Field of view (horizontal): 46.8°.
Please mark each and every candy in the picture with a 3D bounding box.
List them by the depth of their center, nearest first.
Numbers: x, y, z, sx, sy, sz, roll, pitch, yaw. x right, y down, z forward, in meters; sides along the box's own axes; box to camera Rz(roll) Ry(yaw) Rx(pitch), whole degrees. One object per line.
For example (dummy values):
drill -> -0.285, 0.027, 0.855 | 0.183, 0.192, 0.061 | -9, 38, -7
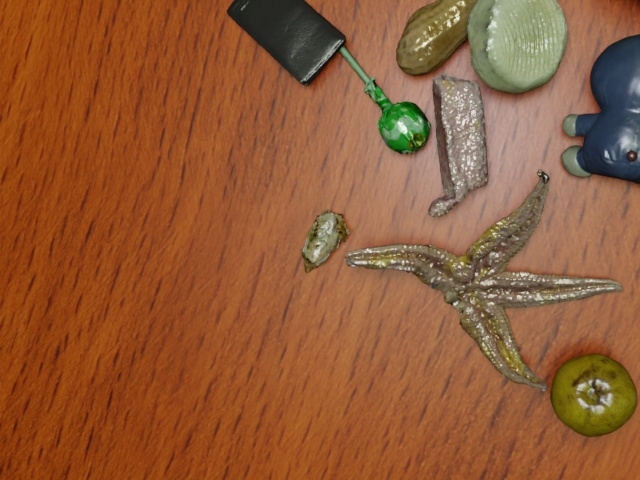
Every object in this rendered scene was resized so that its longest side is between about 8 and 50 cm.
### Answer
candy -> 0.093, -0.301, 1.424 | 0.097, 0.097, 0.324 | -39, 77, 13

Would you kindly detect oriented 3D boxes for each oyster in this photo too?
oyster -> 0.001, 0.000, 1.482 | 0.132, 0.029, 0.086 | -37, 79, 16

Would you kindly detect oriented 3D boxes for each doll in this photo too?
doll -> 0.550, -0.229, 1.290 | 0.228, 0.154, 0.259 | 14, 90, 15

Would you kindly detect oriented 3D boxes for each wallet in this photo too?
wallet -> -0.071, -0.424, 1.451 | 0.124, 0.025, 0.244 | -47, 73, 9

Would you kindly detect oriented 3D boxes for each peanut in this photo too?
peanut -> 0.226, -0.403, 1.367 | 0.226, 0.095, 0.108 | -44, 67, 10

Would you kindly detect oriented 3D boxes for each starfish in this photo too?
starfish -> 0.314, 0.081, 1.359 | 0.383, 0.132, 0.398 | -34, 91, 17

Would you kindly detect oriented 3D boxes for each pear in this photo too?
pear -> 0.489, 0.276, 1.326 | 0.148, 0.162, 0.149 | -2, 82, 15

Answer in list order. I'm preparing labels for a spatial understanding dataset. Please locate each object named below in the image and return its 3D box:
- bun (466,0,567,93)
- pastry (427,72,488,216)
bun -> 0.339, -0.361, 1.316 | 0.195, 0.118, 0.196 | -5, 104, -20
pastry -> 0.257, -0.175, 1.366 | 0.112, 0.103, 0.265 | 2, 97, 1
